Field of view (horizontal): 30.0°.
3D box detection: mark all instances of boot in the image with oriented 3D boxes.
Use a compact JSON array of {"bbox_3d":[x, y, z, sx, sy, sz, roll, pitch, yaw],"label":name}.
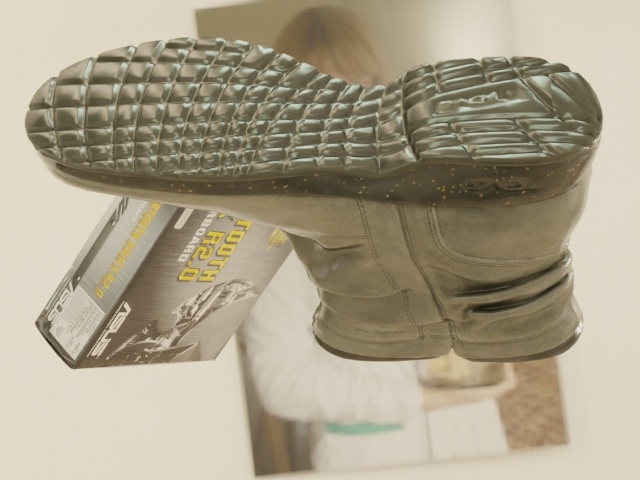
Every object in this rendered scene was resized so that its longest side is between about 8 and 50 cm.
[{"bbox_3d":[0.000,0.000,0.531,0.246,0.083,0.161,4,-42,6],"label":"boot"}]

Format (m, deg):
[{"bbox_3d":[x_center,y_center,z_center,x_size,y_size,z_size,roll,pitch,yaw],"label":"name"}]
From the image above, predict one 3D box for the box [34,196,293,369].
[{"bbox_3d":[-0.091,-0.005,0.929,0.056,0.231,0.183,44,18,26],"label":"box"}]
